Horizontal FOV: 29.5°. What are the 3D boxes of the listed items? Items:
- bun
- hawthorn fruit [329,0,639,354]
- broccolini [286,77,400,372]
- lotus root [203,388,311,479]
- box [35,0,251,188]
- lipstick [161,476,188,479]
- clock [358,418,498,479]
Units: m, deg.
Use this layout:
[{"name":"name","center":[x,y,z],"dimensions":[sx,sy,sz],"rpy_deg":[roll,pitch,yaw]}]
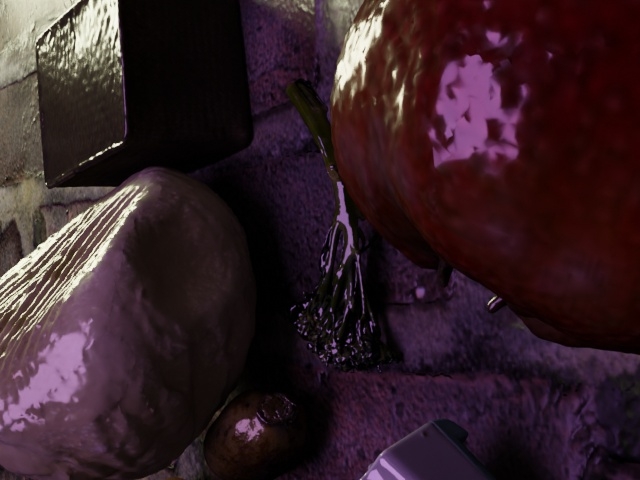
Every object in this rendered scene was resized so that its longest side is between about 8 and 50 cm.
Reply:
[{"name":"bun","center":[-0.204,0.102,1.243],"dimensions":[0.349,0.227,0.352],"rpy_deg":[-53,23,-22]},{"name":"hawthorn fruit","center":[0.164,-0.118,0.651],"dimensions":[0.285,0.285,0.369],"rpy_deg":[33,110,53]},{"name":"broccolini","center":[-0.001,-0.009,1.096],"dimensions":[0.123,0.062,0.271],"rpy_deg":[-17,82,42]},{"name":"lotus root","center":[-0.062,0.194,1.178],"dimensions":[0.179,0.089,0.080],"rpy_deg":[128,147,-56]},{"name":"box","center":[-0.205,-0.166,1.340],"dimensions":[0.273,0.143,0.184],"rpy_deg":[-16,78,58]},{"name":"lipstick","center":[-0.080,0.291,1.224],"dimensions":[0.418,0.077,0.077],"rpy_deg":[-6,86,59]},{"name":"clock","center":[0.080,0.303,0.891],"dimensions":[0.231,0.116,0.262],"rpy_deg":[47,131,27]}]
